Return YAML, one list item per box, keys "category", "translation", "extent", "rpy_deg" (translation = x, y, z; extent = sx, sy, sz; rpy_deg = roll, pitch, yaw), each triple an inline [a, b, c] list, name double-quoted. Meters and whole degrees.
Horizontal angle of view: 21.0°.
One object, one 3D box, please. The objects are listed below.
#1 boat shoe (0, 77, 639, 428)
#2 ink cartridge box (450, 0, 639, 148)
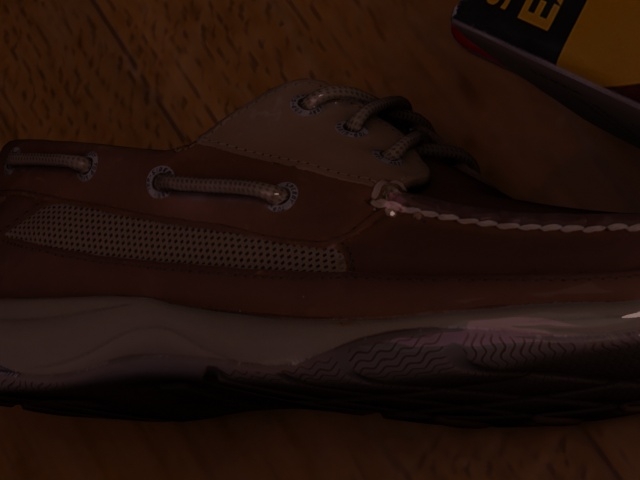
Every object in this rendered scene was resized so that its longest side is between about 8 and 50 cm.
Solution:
- category: "boat shoe"
  translation: [0.000, 0.000, 0.588]
  extent: [0.324, 0.123, 0.116]
  rpy_deg: [-2, 76, 26]
- category: "ink cartridge box"
  translation: [0.185, -0.159, 0.517]
  extent: [0.272, 0.130, 0.309]
  rpy_deg: [29, 93, 31]
